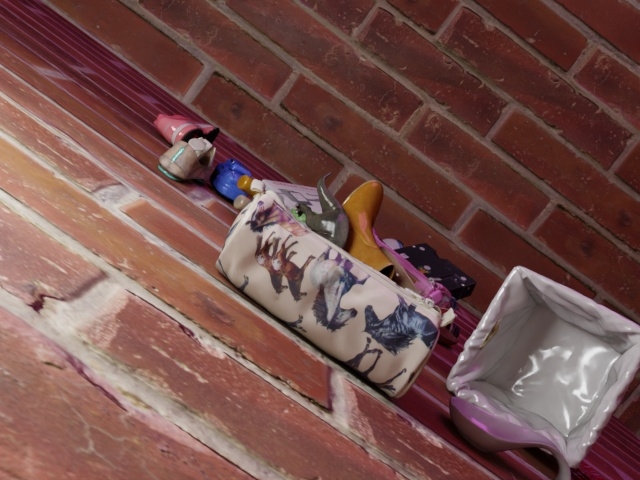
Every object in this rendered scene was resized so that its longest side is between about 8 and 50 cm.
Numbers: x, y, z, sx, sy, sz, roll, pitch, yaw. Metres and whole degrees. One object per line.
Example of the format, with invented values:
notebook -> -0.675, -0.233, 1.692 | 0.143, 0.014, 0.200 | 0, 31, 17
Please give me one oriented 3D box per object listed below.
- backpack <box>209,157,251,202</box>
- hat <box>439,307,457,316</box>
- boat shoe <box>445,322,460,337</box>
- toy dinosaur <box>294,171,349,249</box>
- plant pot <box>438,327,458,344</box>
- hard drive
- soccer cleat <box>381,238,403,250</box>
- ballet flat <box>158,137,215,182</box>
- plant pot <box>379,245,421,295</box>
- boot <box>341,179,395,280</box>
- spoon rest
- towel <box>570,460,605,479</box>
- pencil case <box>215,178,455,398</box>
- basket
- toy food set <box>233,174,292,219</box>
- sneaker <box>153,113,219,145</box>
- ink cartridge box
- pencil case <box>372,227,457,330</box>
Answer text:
backpack -> -0.235, -0.157, 1.996 | 0.098, 0.101, 0.120 | 25, 14, -28
hat -> 0.108, 0.092, 1.437 | 0.208, 0.183, 0.173 | 32, 30, -47
boat shoe -> 0.429, 0.294, 2.436 | 0.049, 0.056, 0.152 | 32, 6, 8
toy dinosaur -> 0.000, 0.000, 1.639 | 0.160, 0.313, 0.121 | 10, -31, 28
plant pot -> 0.316, 0.248, 2.287 | 0.236, 0.032, 0.236 | 35, 6, -5
hard drive -> 0.283, 0.114, 2.291 | 0.339, 0.064, 0.237 | -10, 39, -42
soccer cleat -> 0.274, 0.143, 2.454 | 0.143, 0.116, 0.331 | -19, 69, -49
ballet flat -> -0.313, -0.204, 1.874 | 0.107, 0.106, 0.316 | 36, 6, -4
plant pot -> 0.161, 0.140, 1.736 | 0.237, 0.109, 0.237 | 58, -3, 4
boot -> 0.104, 0.015, 1.666 | 0.104, 0.295, 0.211 | 36, -4, -37
spoon rest -> 0.351, 0.369, 1.378 | 0.276, 0.084, 0.137 | 36, 6, -8
towel -> 0.620, 0.539, 1.809 | 0.199, 0.031, 0.275 | 33, 7, -34
pencil case -> 0.013, 0.077, 1.255 | 0.410, 0.183, 0.160 | 35, 7, -1
basket -> 0.515, 0.285, 1.693 | 0.331, 0.328, 0.266 | 30, -2, 25
toy food set -> -0.128, -0.065, 1.817 | 0.104, 0.111, 0.232 | 31, 1, -39
sneaker -> -0.410, -0.340, 2.303 | 0.136, 0.116, 0.314 | 36, 7, 6
ink cartridge box -> -0.035, -0.050, 1.956 | 0.198, 0.115, 0.273 | 8, 22, -30
pencil case -> 0.188, 0.104, 2.019 | 0.386, 0.167, 0.160 | 41, -3, 44
